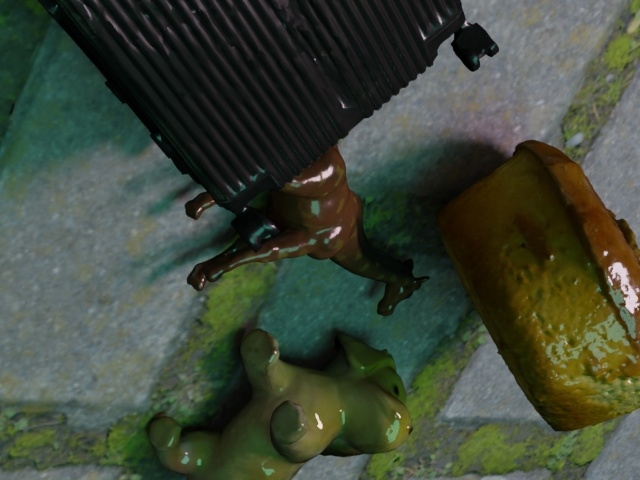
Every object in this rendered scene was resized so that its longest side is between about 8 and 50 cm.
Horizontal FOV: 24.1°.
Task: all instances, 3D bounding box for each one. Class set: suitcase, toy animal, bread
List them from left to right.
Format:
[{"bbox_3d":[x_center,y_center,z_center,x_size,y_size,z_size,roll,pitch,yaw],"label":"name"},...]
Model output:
[{"bbox_3d":[-0.061,-0.188,0.944,0.229,0.152,0.335,-40,138,-3],"label":"suitcase"},{"bbox_3d":[-0.030,0.169,1.295,0.233,0.121,0.168,-36,149,-2],"label":"toy animal"},{"bbox_3d":[0.000,0.000,1.211,0.229,0.066,0.224,-20,134,-30],"label":"toy animal"},{"bbox_3d":[0.201,0.040,1.272,0.145,0.268,0.268,-29,138,2],"label":"bread"}]
